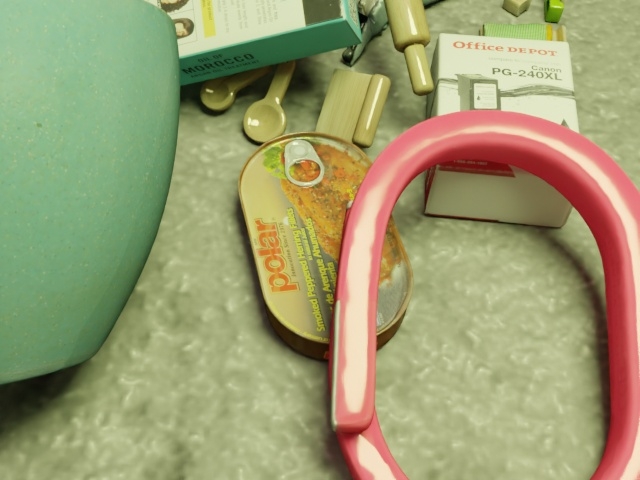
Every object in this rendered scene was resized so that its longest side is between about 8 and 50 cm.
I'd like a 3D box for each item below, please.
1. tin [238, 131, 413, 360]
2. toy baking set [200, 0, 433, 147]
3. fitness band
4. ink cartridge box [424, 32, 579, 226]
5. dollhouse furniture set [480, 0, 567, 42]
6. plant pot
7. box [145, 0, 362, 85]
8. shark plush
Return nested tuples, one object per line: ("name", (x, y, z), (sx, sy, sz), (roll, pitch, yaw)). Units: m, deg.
("tin", (0.000, 0.000, 0.600), (0.106, 0.040, 0.189), (-8, 55, -12))
("toy baking set", (-0.015, -0.194, 0.673), (0.197, 0.030, 0.256), (-9, 80, 10))
("fitness band", (0.111, 0.054, 0.517), (0.209, 0.054, 0.291), (6, 69, -2))
("ink cartridge box", (0.141, -0.091, 0.652), (0.109, 0.063, 0.150), (5, 55, 2))
("dollhouse furniture set", (0.188, -0.221, 0.750), (0.076, 0.058, 0.151), (6, 54, 4))
("plant pot", (-0.217, -0.015, 0.488), (0.290, 0.290, 0.195), (-9, 90, -7))
("box", (-0.096, -0.184, 0.649), (0.244, 0.060, 0.100), (-9, 82, 14))
("shark plush", (0.076, -0.221, 0.753), (0.067, 0.073, 0.161), (44, 55, -8))
